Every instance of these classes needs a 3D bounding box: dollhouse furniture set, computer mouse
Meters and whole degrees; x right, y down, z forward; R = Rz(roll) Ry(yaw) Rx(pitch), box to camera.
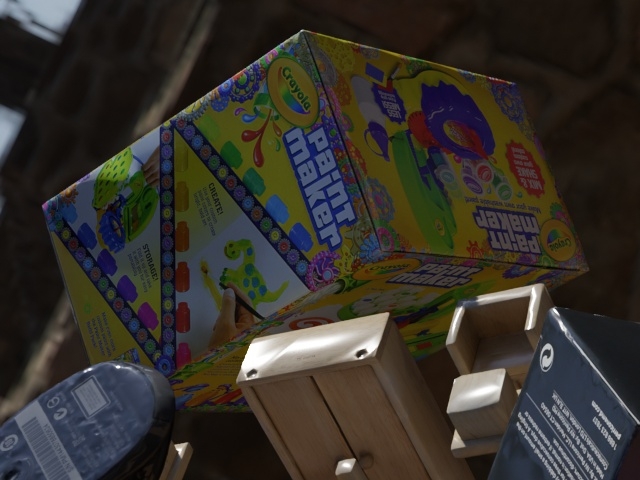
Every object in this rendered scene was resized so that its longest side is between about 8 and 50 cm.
[{"bbox_3d":[0.010,0.224,1.139,0.303,0.174,0.355,-13,33,24],"label":"dollhouse furniture set"},{"bbox_3d":[-0.192,0.147,0.982,0.262,0.060,0.184,-39,35,-10],"label":"computer mouse"}]

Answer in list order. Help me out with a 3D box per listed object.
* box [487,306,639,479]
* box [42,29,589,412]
[{"bbox_3d":[0.199,0.148,0.818,0.103,0.261,0.184,-118,42,-58],"label":"box"},{"bbox_3d":[0.000,0.000,1.454,0.279,0.177,0.290,-30,-21,31],"label":"box"}]
